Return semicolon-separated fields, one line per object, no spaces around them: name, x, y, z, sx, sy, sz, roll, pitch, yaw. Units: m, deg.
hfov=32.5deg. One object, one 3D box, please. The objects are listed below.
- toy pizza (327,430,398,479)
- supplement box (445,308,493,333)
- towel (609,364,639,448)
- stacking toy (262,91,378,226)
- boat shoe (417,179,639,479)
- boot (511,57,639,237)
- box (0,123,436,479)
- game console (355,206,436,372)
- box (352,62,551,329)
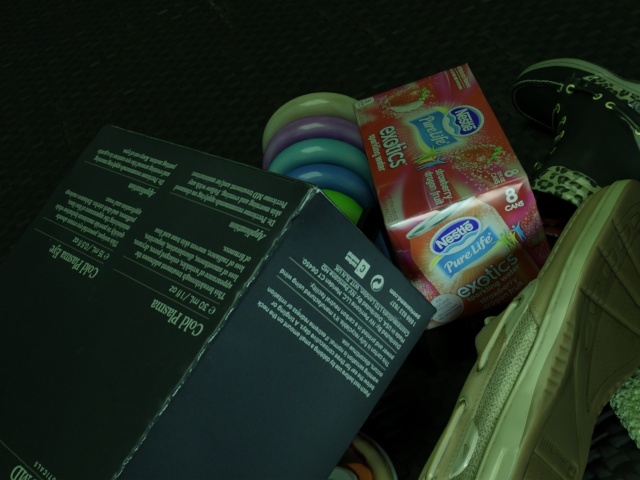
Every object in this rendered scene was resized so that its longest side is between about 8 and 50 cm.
toy pizza;-0.033;0.223;0.913;0.201;0.032;0.201;-16;36;12
supplement box;0.141;0.042;1.042;0.055;0.043;0.083;18;52;43
towel;0.283;0.114;0.880;0.110;0.027;0.148;-22;35;4
stacking toy;0.000;0.000;1.124;0.141;0.141;0.330;-13;44;15
boat shoe;0.170;0.090;0.868;0.110;0.121;0.341;3;53;45
boot;0.248;-0.097;1.128;0.178;0.085;0.236;-41;39;-20
box;-0.139;0.096;0.926;0.343;0.179;0.312;21;71;50
game console;0.073;0.044;1.009;0.071;0.122;0.107;-1;40;27
box;0.119;-0.051;1.029;0.128;0.123;0.257;-19;31;6
